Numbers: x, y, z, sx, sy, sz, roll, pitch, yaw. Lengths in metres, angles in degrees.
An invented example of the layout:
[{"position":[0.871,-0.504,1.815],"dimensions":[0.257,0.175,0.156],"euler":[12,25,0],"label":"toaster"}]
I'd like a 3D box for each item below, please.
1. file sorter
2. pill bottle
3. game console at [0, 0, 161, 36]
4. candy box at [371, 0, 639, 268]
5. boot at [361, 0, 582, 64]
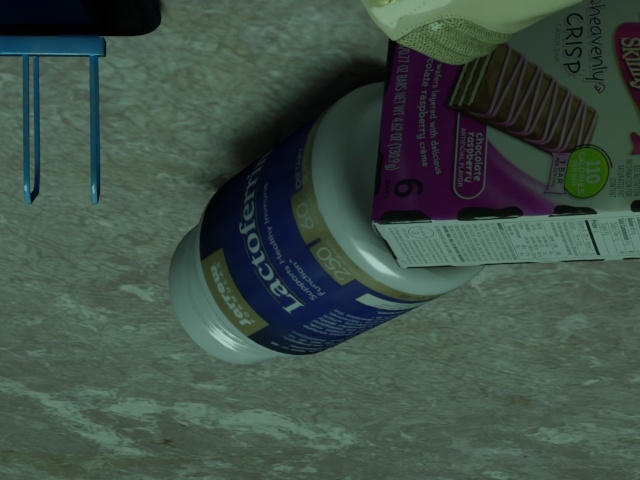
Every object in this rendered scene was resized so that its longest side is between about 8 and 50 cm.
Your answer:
[{"position":[-0.221,-0.077,0.905],"dimensions":[0.170,0.104,0.118],"euler":[0,-174,-8],"label":"file sorter"},{"position":[0.000,0.000,1.065],"dimensions":[0.153,0.153,0.265],"euler":[20,151,-25],"label":"pill bottle"},{"position":[-0.271,-0.136,0.845],"dimensions":[0.293,0.250,0.173],"euler":[1,128,12],"label":"game console"},{"position":[0.155,-0.071,0.868],"dimensions":[0.234,0.159,0.071],"euler":[-3,154,19],"label":"candy box"},{"position":[0.086,-0.185,0.697],"dimensions":[0.203,0.095,0.262],"euler":[-20,151,27],"label":"boot"}]
